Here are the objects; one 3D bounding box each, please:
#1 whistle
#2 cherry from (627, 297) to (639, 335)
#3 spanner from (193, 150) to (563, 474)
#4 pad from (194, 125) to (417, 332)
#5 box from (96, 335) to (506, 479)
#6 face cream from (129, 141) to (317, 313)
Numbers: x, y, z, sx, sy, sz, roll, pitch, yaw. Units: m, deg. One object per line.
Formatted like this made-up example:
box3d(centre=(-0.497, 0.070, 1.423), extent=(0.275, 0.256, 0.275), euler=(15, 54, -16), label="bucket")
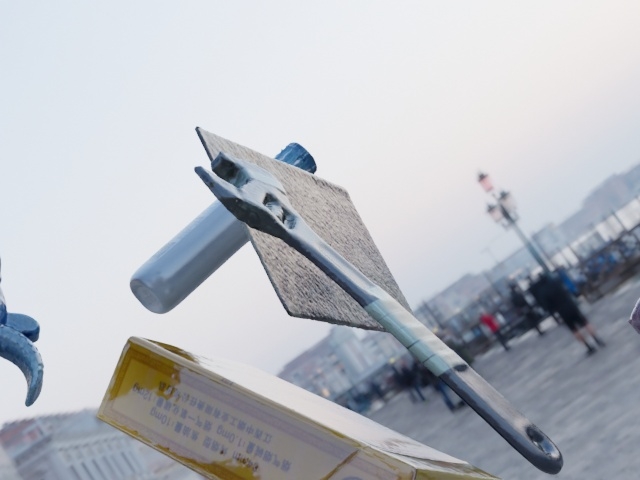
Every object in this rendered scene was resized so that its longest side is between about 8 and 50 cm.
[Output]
box3d(centre=(-0.369, 0.101, 1.075), extent=(0.180, 0.269, 0.093), euler=(7, -44, -15), label="whistle")
box3d(centre=(0.357, 0.062, 0.983), extent=(0.087, 0.126, 0.106), euler=(-32, -52, -38), label="cherry")
box3d(centre=(0.034, 0.044, 0.704), extent=(0.024, 0.316, 0.087), euler=(-51, -15, 13), label="spanner")
box3d(centre=(0.000, 0.000, 1.122), extent=(0.004, 0.220, 0.330), euler=(-35, -22, 19), label="pad")
box3d(centre=(-0.014, 0.162, 0.824), extent=(0.174, 0.274, 0.076), euler=(23, -93, -56), label="box")
box3d(centre=(-0.140, -0.024, 1.612), extent=(0.337, 0.080, 0.163), euler=(-43, 8, -20), label="face cream")
